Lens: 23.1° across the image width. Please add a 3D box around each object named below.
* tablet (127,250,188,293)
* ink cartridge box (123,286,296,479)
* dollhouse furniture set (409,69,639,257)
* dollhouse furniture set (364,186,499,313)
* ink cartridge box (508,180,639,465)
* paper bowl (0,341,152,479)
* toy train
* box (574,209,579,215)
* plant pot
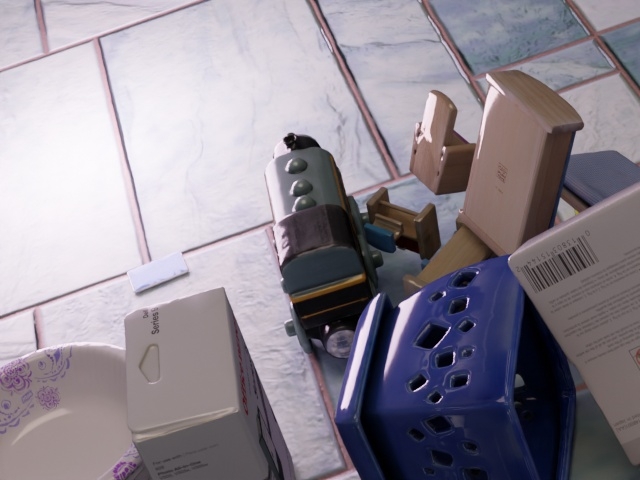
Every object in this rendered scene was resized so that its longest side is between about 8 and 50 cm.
[{"bbox_3d":[-0.231,0.045,2.224,0.083,0.006,0.054,-22,38,-6],"label":"tablet"},{"bbox_3d":[-0.112,0.229,1.721,0.121,0.289,0.211,-17,38,3],"label":"ink cartridge box"},{"bbox_3d":[0.320,-0.121,1.920,0.303,0.198,0.286,-9,35,-28],"label":"dollhouse furniture set"},{"bbox_3d":[0.124,0.044,1.967,0.183,0.129,0.129,21,52,32],"label":"dollhouse furniture set"},{"bbox_3d":[0.378,0.060,1.595,0.296,0.261,0.066,-30,2,35],"label":"ink cartridge box"},{"bbox_3d":[-0.302,0.268,1.867,0.284,0.148,0.284,-11,38,9],"label":"paper bowl"},{"bbox_3d":[0.000,0.000,2.036,0.142,0.190,0.334,-15,38,4],"label":"toy train"},{"bbox_3d":[0.384,-0.026,2.032,0.105,0.043,0.179,-10,37,10],"label":"box"},{"bbox_3d":[0.149,0.183,1.728,0.212,0.236,0.236,-9,39,22],"label":"plant pot"}]
